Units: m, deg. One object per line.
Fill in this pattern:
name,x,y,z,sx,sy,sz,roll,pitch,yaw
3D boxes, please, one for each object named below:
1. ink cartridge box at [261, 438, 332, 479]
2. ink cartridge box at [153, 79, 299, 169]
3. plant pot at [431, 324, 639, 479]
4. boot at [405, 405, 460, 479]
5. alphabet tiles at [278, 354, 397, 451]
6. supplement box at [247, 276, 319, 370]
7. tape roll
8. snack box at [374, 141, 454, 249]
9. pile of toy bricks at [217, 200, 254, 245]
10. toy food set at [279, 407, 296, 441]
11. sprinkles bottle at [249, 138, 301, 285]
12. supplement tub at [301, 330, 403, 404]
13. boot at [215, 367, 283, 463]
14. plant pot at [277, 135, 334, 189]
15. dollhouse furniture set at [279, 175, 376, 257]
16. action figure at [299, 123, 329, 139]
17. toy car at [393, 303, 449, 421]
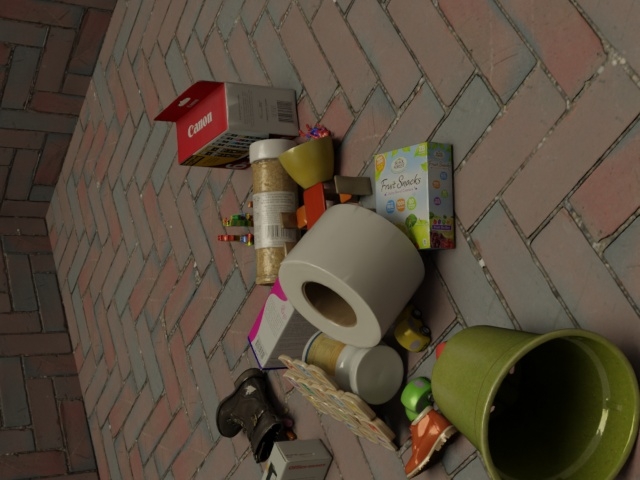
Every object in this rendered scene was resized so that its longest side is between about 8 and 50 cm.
ink cartridge box,-0.063,0.558,2.039,0.072,0.127,0.175,51,129,49
ink cartridge box,-0.251,-0.291,2.233,0.309,0.272,0.130,-23,70,56
plant pot,0.310,0.248,1.372,0.254,0.276,0.276,-161,75,-68
boot,0.199,0.393,1.682,0.084,0.059,0.158,44,119,27
alphabet tiles,0.034,0.344,1.809,0.021,0.278,0.284,-50,27,-19
supplement box,-0.078,0.200,2.090,0.220,0.114,0.111,-63,40,36
tape roll,0.062,0.071,1.714,0.246,0.169,0.246,30,151,19
snack box,0.185,-0.081,1.727,0.174,0.070,0.207,-9,80,57
pile of toy bricks,-0.214,-0.046,2.318,0.212,0.105,0.118,-4,85,57
toy food set,-0.086,0.488,2.176,0.078,0.019,0.122,-51,48,44
sprinkles bottle,-0.110,-0.067,2.140,0.121,0.121,0.355,-12,78,57
supplement tub,0.067,0.265,1.828,0.199,0.144,0.144,7,95,57
boot,-0.185,0.485,2.246,0.263,0.091,0.229,-65,32,29
plant pot,-0.021,-0.174,2.016,0.134,0.134,0.095,-24,87,55
dollhouse furniture set,0.000,0.000,1.952,0.262,0.135,0.259,-29,65,54
action figure,-0.011,-0.259,2.072,0.115,0.038,0.030,24,149,55
toy car,0.201,0.262,1.702,0.239,0.053,0.225,29,113,54
